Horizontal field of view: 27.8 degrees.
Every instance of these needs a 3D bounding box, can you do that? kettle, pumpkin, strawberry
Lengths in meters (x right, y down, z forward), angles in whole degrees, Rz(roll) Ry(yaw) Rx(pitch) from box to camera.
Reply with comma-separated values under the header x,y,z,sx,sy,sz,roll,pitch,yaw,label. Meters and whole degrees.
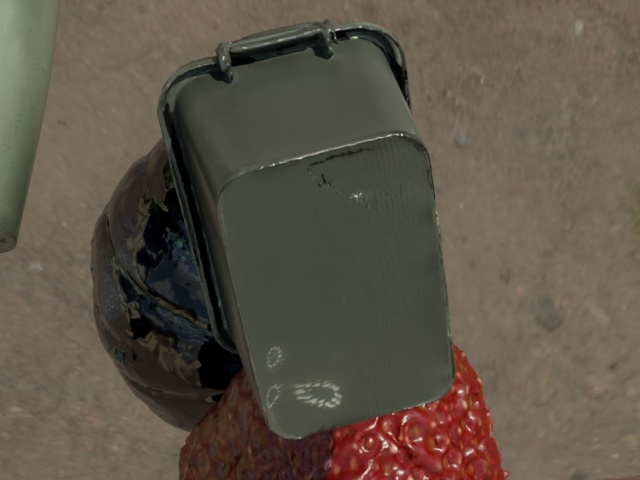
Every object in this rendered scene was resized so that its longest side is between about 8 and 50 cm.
x,y,z,sx,sy,sz,roll,pitch,yaw,label
-0.327,-0.139,1.109,0.165,0.240,0.255,5,74,22,kettle
-0.053,0.034,1.319,0.363,0.363,0.266,-30,36,0,pumpkin
0.020,0.233,1.116,0.312,0.267,0.351,8,112,9,strawberry

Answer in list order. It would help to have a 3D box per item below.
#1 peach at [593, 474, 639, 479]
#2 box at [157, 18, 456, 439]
x,y,z,sx,sy,sz,roll,pitch,yaw,label
0.171,0.258,0.553,0.343,0.343,0.301,13,87,9,peach
0.000,0.000,0.812,0.163,0.135,0.243,-13,122,-6,box
